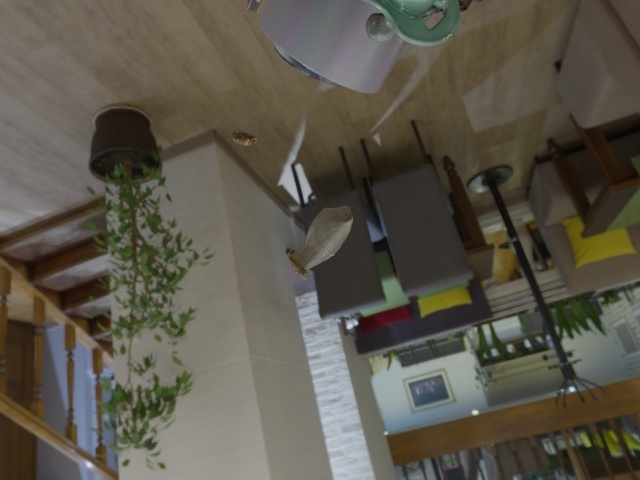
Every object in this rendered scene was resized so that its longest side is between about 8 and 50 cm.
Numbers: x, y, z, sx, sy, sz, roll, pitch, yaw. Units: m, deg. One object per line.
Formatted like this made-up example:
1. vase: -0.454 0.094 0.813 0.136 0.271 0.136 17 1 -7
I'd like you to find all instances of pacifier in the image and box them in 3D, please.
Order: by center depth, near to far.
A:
1. pacifier: 0.089 -0.281 0.544 0.150 0.126 0.116 33 162 -7

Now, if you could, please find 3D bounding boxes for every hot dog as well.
1. hot dog: -0.260 -0.345 1.576 0.056 0.041 0.133 -26 -151 -30

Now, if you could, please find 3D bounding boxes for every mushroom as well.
1. mushroom: -0.001 0.000 1.153 0.212 0.097 0.088 -49 167 14

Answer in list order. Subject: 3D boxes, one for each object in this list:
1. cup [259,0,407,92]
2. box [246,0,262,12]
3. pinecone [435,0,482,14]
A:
1. cup: 0.080 -0.455 0.784 0.253 0.253 0.371 6 133 -38
2. box: -0.202 -1.000 1.660 0.047 0.324 0.180 10 166 -22
3. pinecone: 0.378 -0.784 1.384 0.224 0.224 0.272 -3 -175 -23
